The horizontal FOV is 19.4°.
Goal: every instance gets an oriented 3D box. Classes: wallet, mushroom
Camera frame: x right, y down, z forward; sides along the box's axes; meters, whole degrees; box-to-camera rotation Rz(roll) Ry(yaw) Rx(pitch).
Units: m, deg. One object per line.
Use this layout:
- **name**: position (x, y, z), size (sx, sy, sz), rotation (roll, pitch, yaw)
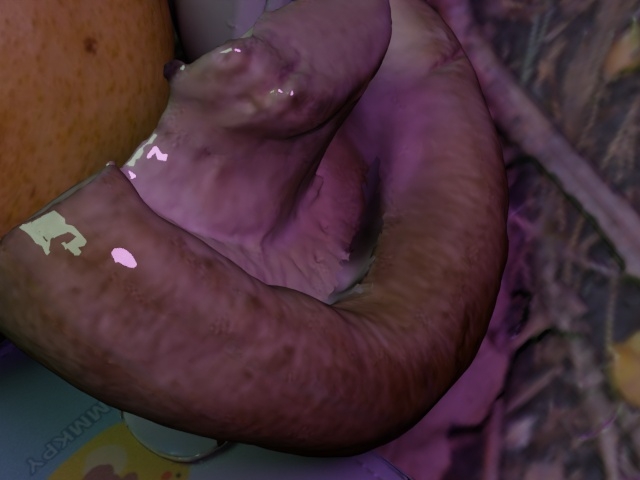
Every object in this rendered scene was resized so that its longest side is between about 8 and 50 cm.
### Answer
- **wallet**: position (-0.072, 0.107, 0.776), size (0.170, 0.069, 0.231), rotation (-42, 46, -16)
- **mushroom**: position (0.000, 0.000, 0.719), size (0.156, 0.151, 0.286), rotation (-49, -6, 39)

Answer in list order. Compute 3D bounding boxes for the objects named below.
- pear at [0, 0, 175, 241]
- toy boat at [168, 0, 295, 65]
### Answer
- **pear**: position (-0.222, -0.078, 0.819), size (0.314, 0.314, 0.314), rotation (-20, 53, 28)
- **toy boat**: position (-0.007, -0.171, 0.826), size (0.141, 0.269, 0.140), rotation (1, 53, -1)
